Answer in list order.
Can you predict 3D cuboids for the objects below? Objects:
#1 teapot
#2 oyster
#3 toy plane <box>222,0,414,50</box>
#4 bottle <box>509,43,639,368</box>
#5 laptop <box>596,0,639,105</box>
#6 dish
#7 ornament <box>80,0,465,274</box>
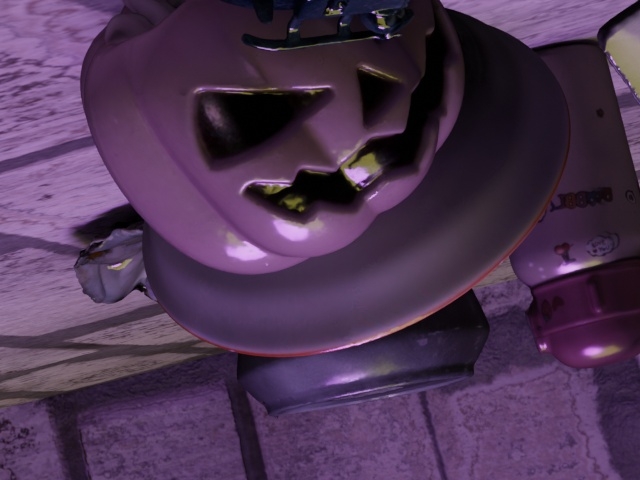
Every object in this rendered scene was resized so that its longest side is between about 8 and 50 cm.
[{"bbox_3d":[0.000,0.000,1.231,0.203,0.225,0.171,-16,170,27],"label":"teapot"},{"bbox_3d":[-0.143,0.023,1.668,0.199,0.087,0.252,-6,168,18],"label":"oyster"},{"bbox_3d":[0.031,-0.138,0.749,0.235,0.096,0.060,-9,164,-16],"label":"toy plane"},{"bbox_3d":[0.186,-0.021,1.346,0.110,0.233,0.110,-12,172,-2],"label":"bottle"},{"bbox_3d":[0.293,-0.127,0.947,0.269,0.015,0.187,-33,134,12],"label":"laptop"},{"bbox_3d":[0.002,-0.062,1.003,0.260,0.260,0.085,-15,133,16],"label":"dish"},{"bbox_3d":[-0.028,-0.078,0.842,0.177,0.178,0.177,-13,173,-2],"label":"ornament"}]
